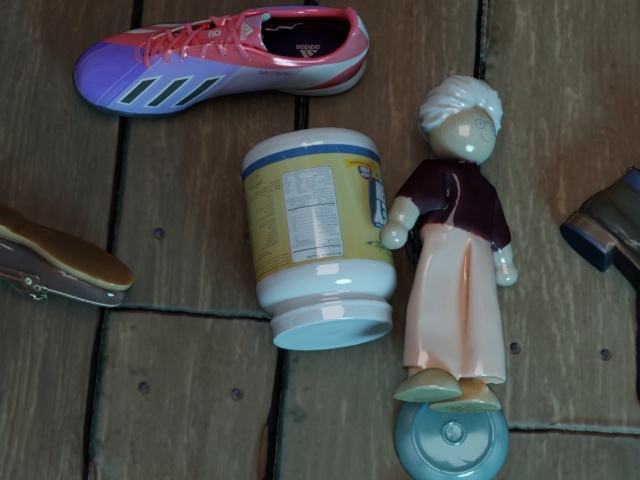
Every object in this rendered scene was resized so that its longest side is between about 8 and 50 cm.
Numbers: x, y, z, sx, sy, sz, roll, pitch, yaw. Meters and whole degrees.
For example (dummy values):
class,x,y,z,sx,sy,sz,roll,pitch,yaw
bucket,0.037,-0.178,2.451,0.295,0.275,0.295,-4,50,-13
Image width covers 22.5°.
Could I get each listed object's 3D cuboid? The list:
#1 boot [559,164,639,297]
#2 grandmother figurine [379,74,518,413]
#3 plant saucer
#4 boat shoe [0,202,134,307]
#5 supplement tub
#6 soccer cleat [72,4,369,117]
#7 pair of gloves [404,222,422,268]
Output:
class,x,y,z,sx,sy,sz,roll,pitch,yaw
boot,0.366,0.017,1.674,0.219,0.082,0.106,40,78,12
grandmother figurine,0.141,-0.003,1.624,0.104,0.208,0.342,-7,71,30
plant saucer,0.135,0.198,1.639,0.119,0.021,0.119,1,73,-3
boat shoe,-0.293,0.023,1.658,0.207,0.073,0.073,25,111,9
supplement tub,0.000,0.000,1.631,0.144,0.144,0.200,-7,73,-4
soccer cleat,-0.106,-0.202,1.704,0.318,0.116,0.109,-5,73,-4
pair of gloves,0.131,0.002,1.706,0.083,0.010,0.074,-18,77,-6
